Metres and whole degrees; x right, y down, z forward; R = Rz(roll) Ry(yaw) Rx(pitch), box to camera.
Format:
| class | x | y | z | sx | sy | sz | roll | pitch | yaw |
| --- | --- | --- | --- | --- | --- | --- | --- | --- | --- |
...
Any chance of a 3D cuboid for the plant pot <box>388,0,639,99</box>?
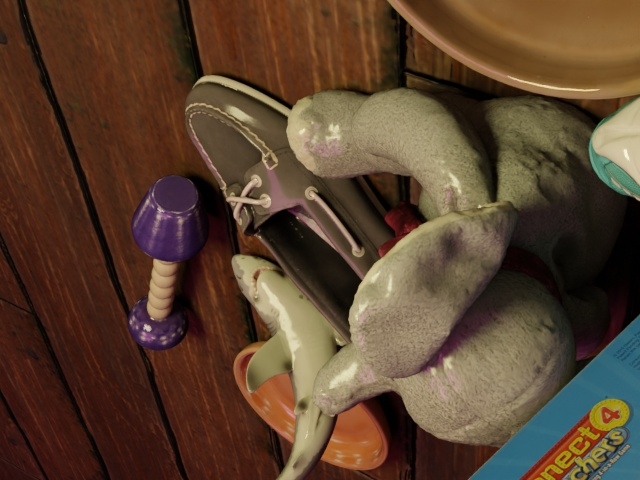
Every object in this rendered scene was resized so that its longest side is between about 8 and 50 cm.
| class | x | y | z | sx | sy | sz | roll | pitch | yaw |
| --- | --- | --- | --- | --- | --- | --- | --- | --- | --- |
| plant pot | 0.129 | -0.197 | 0.560 | 0.237 | 0.110 | 0.237 | 26 | 147 | 19 |

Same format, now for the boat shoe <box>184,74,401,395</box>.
| class | x | y | z | sx | sy | sz | roll | pitch | yaw |
| --- | --- | --- | --- | --- | --- | --- | --- | --- | --- |
| boat shoe | 0.000 | 0.000 | 0.943 | 0.335 | 0.095 | 0.112 | 43 | 148 | -10 |

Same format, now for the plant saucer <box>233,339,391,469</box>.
| class | x | y | z | sx | sy | sz | roll | pitch | yaw |
| --- | --- | --- | --- | --- | --- | --- | --- | --- | --- |
| plant saucer | -0.005 | 0.178 | 1.229 | 0.200 | 0.037 | 0.200 | 26 | 146 | 19 |

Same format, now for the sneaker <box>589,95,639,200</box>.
| class | x | y | z | sx | sy | sz | roll | pitch | yaw |
| --- | --- | --- | --- | --- | --- | --- | --- | --- | --- |
| sneaker | 0.274 | -0.038 | 0.582 | 0.275 | 0.107 | 0.110 | 11 | 179 | -13 |

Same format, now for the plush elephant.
| class | x | y | z | sx | sy | sz | roll | pitch | yaw |
| --- | --- | --- | --- | --- | --- | --- | --- | --- | --- |
| plush elephant | 0.103 | 0.039 | 0.745 | 0.330 | 0.255 | 0.272 | -11 | 125 | 49 |

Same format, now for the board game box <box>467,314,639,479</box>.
| class | x | y | z | sx | sy | sz | roll | pitch | yaw |
| --- | --- | --- | --- | --- | --- | --- | --- | --- | --- |
| board game box | 0.240 | 0.193 | 0.698 | 0.086 | 0.308 | 0.302 | 31 | 157 | 53 |

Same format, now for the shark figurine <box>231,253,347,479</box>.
| class | x | y | z | sx | sy | sz | roll | pitch | yaw |
| --- | --- | --- | --- | --- | --- | --- | --- | --- | --- |
| shark figurine | -0.023 | 0.162 | 1.083 | 0.166 | 0.278 | 0.116 | 7 | 160 | -2 |

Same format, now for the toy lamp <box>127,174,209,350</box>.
| class | x | y | z | sx | sy | sz | roll | pitch | yaw |
| --- | --- | --- | --- | --- | --- | --- | --- | --- | --- |
| toy lamp | -0.162 | 0.027 | 1.151 | 0.080 | 0.080 | 0.275 | 32 | 146 | 9 |
